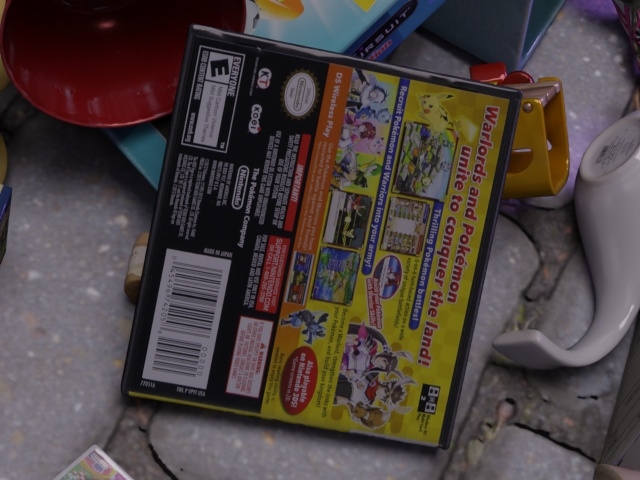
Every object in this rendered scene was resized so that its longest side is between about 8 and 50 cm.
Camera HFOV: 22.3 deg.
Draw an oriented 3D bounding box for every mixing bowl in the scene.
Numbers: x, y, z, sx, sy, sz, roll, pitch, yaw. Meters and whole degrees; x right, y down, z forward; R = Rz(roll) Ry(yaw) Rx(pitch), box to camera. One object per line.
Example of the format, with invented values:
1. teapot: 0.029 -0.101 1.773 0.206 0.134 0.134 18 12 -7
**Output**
1. mixing bowl: -0.155 -0.182 1.197 0.181 0.181 0.098 -7 45 -19

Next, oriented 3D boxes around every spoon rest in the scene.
1. spoon rest: 0.237 -0.002 1.324 0.084 0.137 0.276 44 63 -22

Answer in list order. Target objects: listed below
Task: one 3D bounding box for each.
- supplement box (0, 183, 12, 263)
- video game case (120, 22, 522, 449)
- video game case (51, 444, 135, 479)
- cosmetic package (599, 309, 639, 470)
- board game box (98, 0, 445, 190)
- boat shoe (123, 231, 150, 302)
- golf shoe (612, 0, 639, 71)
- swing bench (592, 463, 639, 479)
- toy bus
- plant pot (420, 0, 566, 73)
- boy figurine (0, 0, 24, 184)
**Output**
1. supplement box: -0.276 -0.006 1.197 0.083 0.083 0.056 17 54 -3
2. video game case: 0.000 0.000 1.194 0.248 0.035 0.275 11 95 -7
3. video game case: -0.169 0.207 1.122 0.087 0.011 0.122 41 56 14
4. cosmetic package: 0.320 0.059 1.266 0.113 0.160 0.309 22 54 0
5. board game box: -0.062 -0.216 1.297 0.336 0.079 0.254 -44 72 2
6. boat shoe: -0.064 0.021 1.248 0.170 0.063 0.059 7 60 -10
7. golf shoe: 0.312 -0.207 1.505 0.186 0.067 0.086 65 19 8
8. swing bench: 0.286 0.248 1.063 0.253 0.255 0.165 9 54 -9
9. toy bus: 0.106 -0.075 1.334 0.191 0.202 0.104 -15 106 -22
10. plant pot: 0.125 -0.346 1.459 0.252 0.247 0.248 23 52 16
11. boy figurine: -0.290 -0.165 1.261 0.092 0.177 0.285 4 85 -39
